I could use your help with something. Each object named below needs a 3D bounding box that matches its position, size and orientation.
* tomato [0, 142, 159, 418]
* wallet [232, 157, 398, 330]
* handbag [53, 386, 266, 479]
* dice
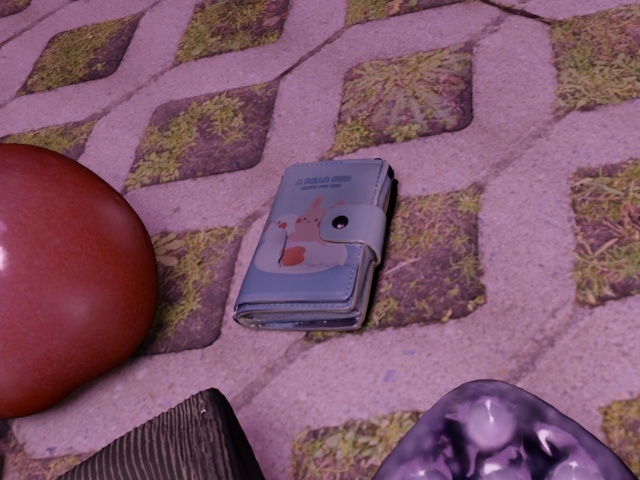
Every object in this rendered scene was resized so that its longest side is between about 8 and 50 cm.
[{"bbox_3d":[-0.359,0.037,0.880,0.321,0.321,0.321,-9,48,10],"label":"tomato"},{"bbox_3d":[0.000,0.000,0.960,0.176,0.075,0.250,-3,49,24],"label":"wallet"},{"bbox_3d":[-0.126,0.314,0.594,0.240,0.247,0.341,-26,30,-6],"label":"handbag"},{"bbox_3d":[0.150,0.241,0.619,0.181,0.182,0.183,-41,52,-20],"label":"dice"}]
